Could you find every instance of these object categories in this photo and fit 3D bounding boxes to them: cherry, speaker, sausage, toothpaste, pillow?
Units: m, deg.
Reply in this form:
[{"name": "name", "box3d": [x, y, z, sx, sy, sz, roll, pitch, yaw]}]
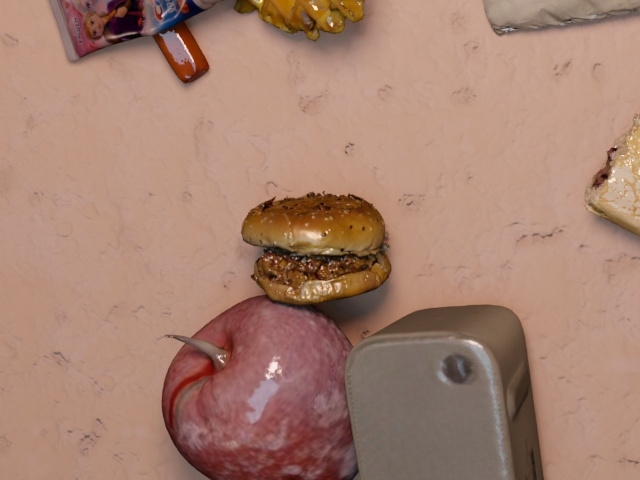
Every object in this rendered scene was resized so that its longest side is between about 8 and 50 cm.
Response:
[{"name": "cherry", "box3d": [-0.063, 0.175, 1.997, 0.285, 0.213, 0.236, 37, 142, -21]}, {"name": "speaker", "box3d": [0.161, 0.278, 1.979, 0.183, 0.184, 0.406, -5, 101, 21]}, {"name": "sausage", "box3d": [-0.176, -0.245, 2.016, 0.041, 0.039, 0.131, -29, 94, 20]}, {"name": "toothpaste", "box3d": [-0.200, -0.275, 1.971, 0.266, 0.061, 0.096, -10, 100, 31]}, {"name": "pillow", "box3d": [0.285, -0.303, 1.907, 0.229, 0.051, 0.128, -7, 110, 20]}]

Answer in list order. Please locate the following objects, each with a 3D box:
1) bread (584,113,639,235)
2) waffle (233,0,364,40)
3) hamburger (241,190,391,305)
[{"name": "bread", "box3d": [0.361, -0.068, 1.937, 0.106, 0.082, 0.125, 31, 95, -8]}, {"name": "waffle", "box3d": [-0.036, -0.344, 1.903, 0.254, 0.052, 0.245, 17, 118, 44]}, {"name": "hamburger", "box3d": [0.000, 0.000, 1.977, 0.185, 0.177, 0.113, -17, 101, -30]}]
